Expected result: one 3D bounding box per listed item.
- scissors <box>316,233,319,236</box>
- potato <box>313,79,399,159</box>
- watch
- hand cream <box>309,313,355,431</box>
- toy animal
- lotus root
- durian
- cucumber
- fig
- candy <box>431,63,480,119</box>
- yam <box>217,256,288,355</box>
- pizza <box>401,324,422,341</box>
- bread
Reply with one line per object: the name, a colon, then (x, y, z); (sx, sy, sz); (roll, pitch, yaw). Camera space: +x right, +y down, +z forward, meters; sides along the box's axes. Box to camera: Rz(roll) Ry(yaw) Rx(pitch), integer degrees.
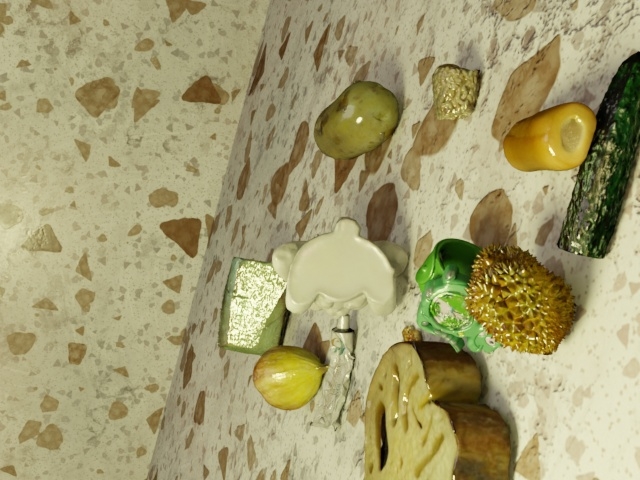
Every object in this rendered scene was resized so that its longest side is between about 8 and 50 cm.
scissors: (0.000, 0.000, 2.093); (0.083, 0.006, 0.036); (-116, 46, -61)
potato: (0.079, -0.269, 1.851); (0.262, 0.165, 0.165); (-35, 45, 54)
watch: (0.231, 0.084, 1.258); (0.131, 0.165, 0.152); (-62, -1, 36)
hand cream: (0.033, 0.286, 1.730); (0.084, 0.050, 0.257); (5, 84, 48)
toy animal: (0.042, 0.061, 1.652); (0.265, 0.272, 0.206); (67, -158, -85)
lotus root: (0.162, 0.359, 1.278); (0.390, 0.111, 0.375); (-101, 30, -44)
durian: (0.270, 0.083, 1.078); (0.137, 0.168, 0.158); (-43, -3, 33)
cucumber: (0.385, -0.121, 1.052); (0.067, 0.067, 0.293); (-157, 82, -70)
fig: (-0.043, 0.310, 1.855); (0.257, 0.159, 0.159); (-19, 57, 42)
candy: (0.254, -0.282, 1.504); (0.095, 0.085, 0.110); (-155, 68, -78)
yam: (-0.169, 0.183, 2.178); (0.201, 0.202, 0.271); (32, -110, -88)
pizza: (0.171, 0.180, 1.495); (0.037, 0.016, 0.083); (-66, 20, 8)
bread: (0.319, -0.144, 1.136); (0.239, 0.074, 0.092); (-102, 27, -87)
